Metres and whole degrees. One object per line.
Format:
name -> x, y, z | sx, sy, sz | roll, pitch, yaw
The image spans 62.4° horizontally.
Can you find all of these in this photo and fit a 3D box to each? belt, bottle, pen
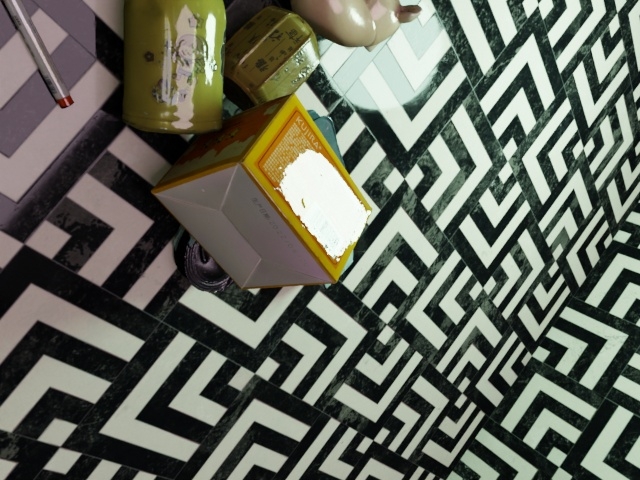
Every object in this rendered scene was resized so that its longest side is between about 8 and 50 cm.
belt -> -0.233, 0.009, 1.127 | 0.151, 0.078, 0.198 | 4, 108, -37
bottle -> -0.239, -0.362, 0.884 | 0.172, 0.172, 0.350 | -7, 115, -37
pen -> -0.455, -0.322, 0.828 | 0.028, 0.028, 0.238 | -32, 128, -23

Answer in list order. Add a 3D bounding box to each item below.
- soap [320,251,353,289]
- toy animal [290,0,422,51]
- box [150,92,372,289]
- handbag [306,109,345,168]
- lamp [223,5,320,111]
soap -> 0.000, 0.000, 1.303 | 0.145, 0.091, 0.230 | -42, 129, -15
toy animal -> 0.059, -0.476, 1.079 | 0.251, 0.166, 0.153 | 1, 101, -29
box -> -0.099, -0.079, 0.988 | 0.283, 0.260, 0.213 | 54, 49, -29
handbag -> -0.054, -0.169, 1.199 | 0.229, 0.062, 0.179 | -36, 129, -20
lamp -> -0.102, -0.340, 1.013 | 0.185, 0.161, 0.161 | -51, 132, -11
